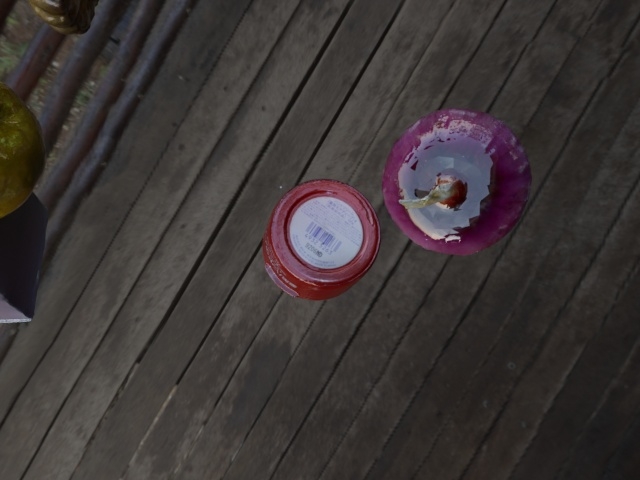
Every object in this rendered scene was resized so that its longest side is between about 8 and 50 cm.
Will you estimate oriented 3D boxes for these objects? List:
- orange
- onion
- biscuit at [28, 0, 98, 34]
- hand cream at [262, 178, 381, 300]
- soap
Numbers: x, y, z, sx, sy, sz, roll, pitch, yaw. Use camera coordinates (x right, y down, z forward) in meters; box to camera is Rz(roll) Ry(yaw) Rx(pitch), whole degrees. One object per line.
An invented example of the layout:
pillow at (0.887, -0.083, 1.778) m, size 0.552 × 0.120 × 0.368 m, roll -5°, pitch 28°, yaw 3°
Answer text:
orange at (-0.636, -0.162, 1.352) m, size 0.235 × 0.279 × 0.279 m, roll -34°, pitch 96°, yaw 32°
onion at (0.162, -0.070, 0.907) m, size 0.177 × 0.153 × 0.177 m, roll -1°, pitch 94°, yaw -8°
biscuit at (-0.487, -0.549, 1.417) m, size 0.107 × 0.326 × 0.325 m, roll 4°, pitch 94°, yaw -5°
hand cream at (0.000, 0.000, 1.270) m, size 0.193 × 0.125 × 0.193 m, roll 3°, pitch 73°, yaw -9°
soap at (-0.683, -0.005, 1.597) m, size 0.107 × 0.296 × 0.285 m, roll 0°, pitch 64°, yaw 3°
